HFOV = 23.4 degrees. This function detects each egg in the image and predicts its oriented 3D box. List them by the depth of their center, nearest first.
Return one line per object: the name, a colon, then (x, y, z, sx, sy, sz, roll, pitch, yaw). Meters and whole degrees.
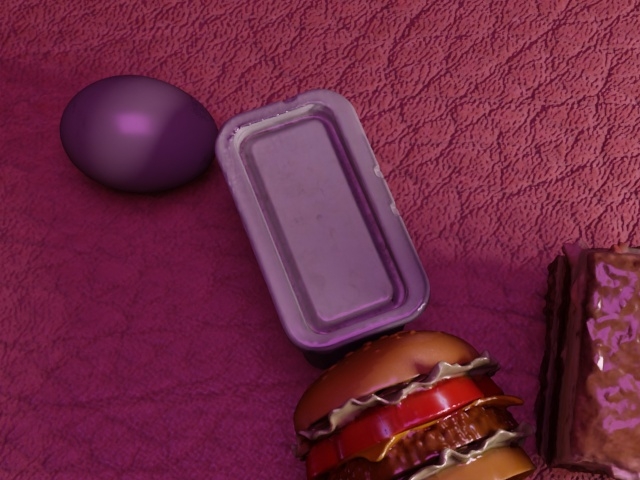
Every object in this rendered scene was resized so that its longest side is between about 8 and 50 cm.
egg: (-0.225, -0.131, 1.922, 0.198, 0.146, 0.146, 12, 71, -3)

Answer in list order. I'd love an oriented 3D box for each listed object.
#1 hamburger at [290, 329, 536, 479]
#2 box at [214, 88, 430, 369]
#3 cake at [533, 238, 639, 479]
hamburger: (0.095, 0.213, 1.734, 0.274, 0.274, 0.212, -24, 75, -8)
box: (0.000, 0.000, 1.852, 0.175, 0.182, 0.312, -20, 70, -7)
cake: (0.378, 0.147, 1.728, 0.255, 0.290, 0.282, 4, 89, 5)
